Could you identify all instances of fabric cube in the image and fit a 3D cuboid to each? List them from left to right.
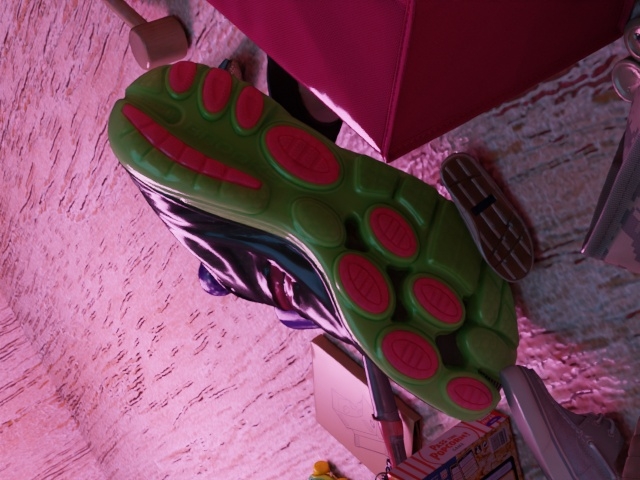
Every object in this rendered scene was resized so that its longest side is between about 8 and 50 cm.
[{"bbox_3d":[0.068,-0.262,0.791,0.258,0.254,0.259,45,148,29],"label":"fabric cube"}]

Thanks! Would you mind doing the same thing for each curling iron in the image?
[{"bbox_3d":[0.074,0.219,1.414,0.068,0.035,0.274,17,128,51],"label":"curling iron"}]

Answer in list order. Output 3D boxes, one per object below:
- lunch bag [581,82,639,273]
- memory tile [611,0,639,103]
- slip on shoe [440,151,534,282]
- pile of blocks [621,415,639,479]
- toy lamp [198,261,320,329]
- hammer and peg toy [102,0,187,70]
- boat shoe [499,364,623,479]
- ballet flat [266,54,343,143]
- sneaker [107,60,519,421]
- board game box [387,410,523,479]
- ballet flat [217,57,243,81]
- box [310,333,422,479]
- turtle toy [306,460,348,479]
[{"bbox_3d":[0.297,-0.081,0.599,0.235,0.169,0.287,23,144,9],"label":"lunch bag"},{"bbox_3d":[0.268,-0.139,0.827,0.113,0.012,0.148,44,148,30],"label":"memory tile"},{"bbox_3d":[0.158,-0.024,1.091,0.135,0.051,0.041,54,-168,-3],"label":"slip on shoe"},{"bbox_3d":[0.352,0.321,0.996,0.113,0.149,0.362,0,116,36],"label":"pile of blocks"},{"bbox_3d":[-0.068,0.063,1.507,0.275,0.080,0.080,14,127,54],"label":"toy lamp"},{"bbox_3d":[-0.297,-0.387,1.422,0.266,0.127,0.361,28,138,47],"label":"hammer and peg toy"},{"bbox_3d":[0.253,0.205,1.104,0.227,0.081,0.079,59,179,-7],"label":"boat shoe"},{"bbox_3d":[-0.011,-0.202,1.156,0.096,0.095,0.280,15,128,44],"label":"ballet flat"},{"bbox_3d":[0.000,0.000,1.177,0.483,0.185,0.202,39,163,5],"label":"sneaker"},{"bbox_3d":[0.162,0.303,1.265,0.045,0.147,0.193,17,128,53],"label":"board game box"},{"bbox_3d":[-0.128,-0.168,1.429,0.067,0.073,0.206,38,159,-14],"label":"ballet flat"},{"bbox_3d":[0.059,0.235,1.512,0.201,0.021,0.164,37,144,39],"label":"box"},{"bbox_3d":[0.013,0.390,1.681,0.130,0.066,0.095,33,141,43],"label":"turtle toy"}]
